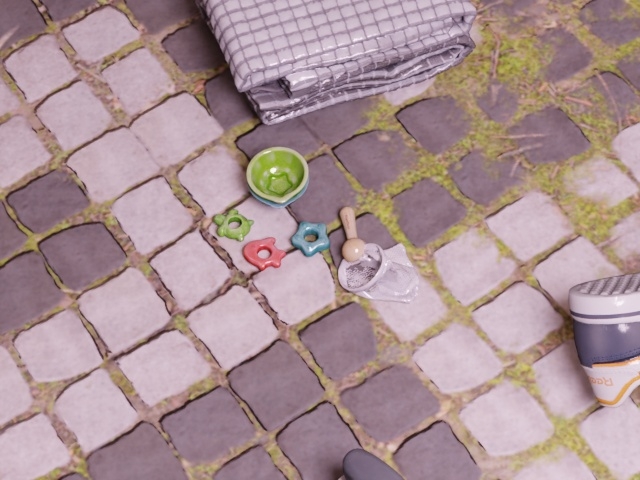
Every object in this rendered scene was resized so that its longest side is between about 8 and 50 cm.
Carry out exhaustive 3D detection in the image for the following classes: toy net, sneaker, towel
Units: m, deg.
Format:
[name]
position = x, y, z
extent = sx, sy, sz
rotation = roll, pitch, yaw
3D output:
[toy net]
position = 0.000, 0.000, 1.707
extent = 0.232, 0.045, 0.122
rotation = 35, 66, 20
[sneaker]
position = 0.395, 0.084, 1.604
extent = 0.321, 0.126, 0.127
rotation = -10, 99, -19
[towel]
position = 0.006, -0.269, 1.830
extent = 0.283, 0.121, 0.235
rotation = -19, 62, -11

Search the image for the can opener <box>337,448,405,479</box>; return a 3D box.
[can opener]
position = 0.098, 0.318, 1.482
extent = 0.076, 0.095, 0.283
rotation = -30, 62, -15
